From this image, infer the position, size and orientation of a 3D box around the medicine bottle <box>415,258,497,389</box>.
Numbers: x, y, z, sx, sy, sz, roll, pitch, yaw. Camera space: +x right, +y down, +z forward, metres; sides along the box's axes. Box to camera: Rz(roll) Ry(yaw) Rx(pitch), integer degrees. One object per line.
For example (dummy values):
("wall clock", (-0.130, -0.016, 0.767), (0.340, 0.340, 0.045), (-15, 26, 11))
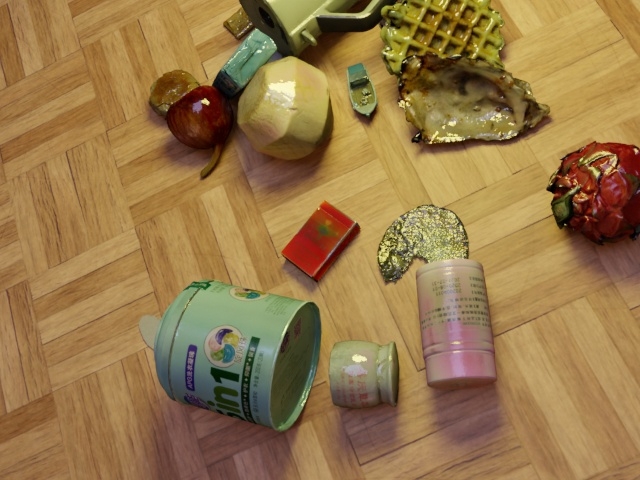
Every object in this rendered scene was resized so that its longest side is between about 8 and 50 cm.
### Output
("medicine bottle", (0.289, 0.181, 1.498), (0.152, 0.152, 0.254), (-7, 69, 13))

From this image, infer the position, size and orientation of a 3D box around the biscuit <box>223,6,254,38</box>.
("biscuit", (-0.232, -0.631, 2.023), (0.081, 0.018, 0.083), (-40, 65, -3))

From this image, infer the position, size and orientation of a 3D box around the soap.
("soap", (-0.203, -0.451, 1.818), (0.077, 0.293, 0.156), (41, 85, -13))

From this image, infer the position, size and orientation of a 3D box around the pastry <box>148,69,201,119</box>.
("pastry", (-0.405, -0.408, 1.951), (0.153, 0.081, 0.153), (-7, 65, 16))

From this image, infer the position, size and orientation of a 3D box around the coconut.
("coconut", (-0.074, -0.324, 1.751), (0.259, 0.259, 0.259), (-5, 69, 13))

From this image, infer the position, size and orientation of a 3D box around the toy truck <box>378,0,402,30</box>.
("toy truck", (0.272, -0.610, 1.808), (0.268, 0.124, 0.155), (-42, 32, -2))

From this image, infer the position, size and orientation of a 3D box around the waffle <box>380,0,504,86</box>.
("waffle", (0.300, -0.491, 1.720), (0.317, 0.297, 0.073), (-25, 20, -4))

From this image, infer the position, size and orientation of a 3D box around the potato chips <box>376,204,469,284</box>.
("potato chips", (0.238, 0.014, 1.648), (0.220, 0.029, 0.202), (-18, 66, 5))

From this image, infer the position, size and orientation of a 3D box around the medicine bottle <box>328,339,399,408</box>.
("medicine bottle", (0.099, 0.289, 1.511), (0.143, 0.147, 0.147), (-2, 69, 13))

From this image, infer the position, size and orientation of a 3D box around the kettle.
("kettle", (0.024, -0.657, 1.795), (0.376, 0.250, 0.361), (-41, 58, -8))

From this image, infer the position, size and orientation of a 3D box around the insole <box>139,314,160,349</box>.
("insole", (-0.389, 0.258, 1.736), (0.065, 0.004, 0.197), (-43, 65, -3))

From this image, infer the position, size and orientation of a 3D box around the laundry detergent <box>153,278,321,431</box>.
("laundry detergent", (-0.187, 0.241, 1.533), (0.305, 0.287, 0.287), (10, 73, 18))

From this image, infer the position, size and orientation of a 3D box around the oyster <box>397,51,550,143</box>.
("oyster", (0.365, -0.354, 1.674), (0.361, 0.221, 0.096), (-3, 31, 7))

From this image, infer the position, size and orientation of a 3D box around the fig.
("fig", (-0.299, -0.299, 1.854), (0.175, 0.175, 0.207), (-32, 91, 2))

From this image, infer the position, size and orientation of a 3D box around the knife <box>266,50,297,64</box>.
("knife", (-0.104, -0.495, 1.924), (0.073, 0.040, 0.265), (31, 80, 20))

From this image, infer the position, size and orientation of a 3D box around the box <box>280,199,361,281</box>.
("box", (0.000, 0.000, 1.702), (0.112, 0.048, 0.175), (37, 83, 26))

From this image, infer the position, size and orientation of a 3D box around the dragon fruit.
("dragon fruit", (0.632, -0.117, 1.509), (0.293, 0.234, 0.234), (-20, 62, -27))

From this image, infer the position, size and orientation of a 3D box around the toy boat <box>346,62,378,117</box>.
("toy boat", (0.108, -0.389, 1.815), (0.069, 0.059, 0.173), (-15, 67, 10))
